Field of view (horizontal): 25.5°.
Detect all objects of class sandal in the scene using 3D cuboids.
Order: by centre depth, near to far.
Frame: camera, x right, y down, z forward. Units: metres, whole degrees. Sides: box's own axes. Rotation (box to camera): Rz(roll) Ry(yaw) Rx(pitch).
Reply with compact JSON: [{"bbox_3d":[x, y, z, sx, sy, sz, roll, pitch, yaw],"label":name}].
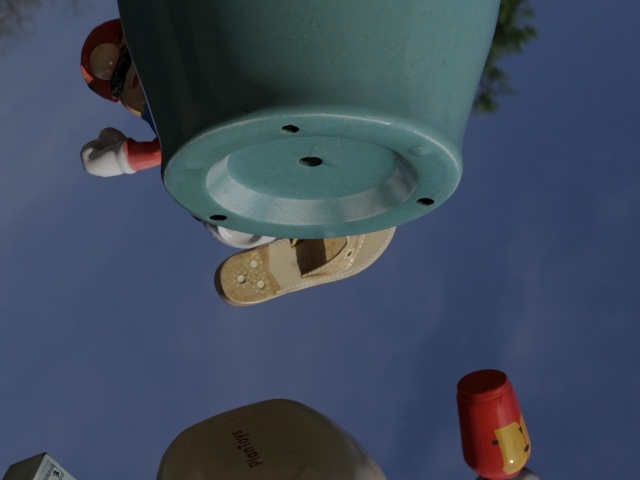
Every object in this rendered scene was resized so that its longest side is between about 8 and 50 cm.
[{"bbox_3d":[0.003,0.006,1.532,0.240,0.088,0.079,-25,180,-25],"label":"sandal"}]

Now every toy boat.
[{"bbox_3d":[0.026,0.215,1.136,0.318,0.148,0.267,-16,-160,-7],"label":"toy boat"}]

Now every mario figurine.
[{"bbox_3d":[-0.163,-0.142,1.415,0.198,0.170,0.320,-37,-139,-8],"label":"mario figurine"}]

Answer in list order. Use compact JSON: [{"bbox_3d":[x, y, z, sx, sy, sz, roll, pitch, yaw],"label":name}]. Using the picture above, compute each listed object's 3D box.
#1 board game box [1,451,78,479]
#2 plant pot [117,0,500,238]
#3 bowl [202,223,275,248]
[{"bbox_3d":[-0.343,0.475,1.941,0.097,0.303,0.224,-23,-151,38],"label":"board game box"},{"bbox_3d":[-0.005,-0.148,0.892,0.272,0.272,0.255,-14,-116,27],"label":"plant pot"},{"bbox_3d":[-0.116,-0.043,2.134,0.170,0.170,0.080,-21,-145,19],"label":"bowl"}]
